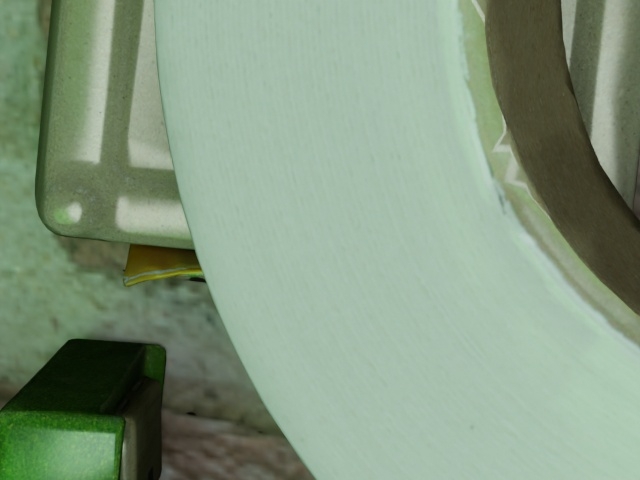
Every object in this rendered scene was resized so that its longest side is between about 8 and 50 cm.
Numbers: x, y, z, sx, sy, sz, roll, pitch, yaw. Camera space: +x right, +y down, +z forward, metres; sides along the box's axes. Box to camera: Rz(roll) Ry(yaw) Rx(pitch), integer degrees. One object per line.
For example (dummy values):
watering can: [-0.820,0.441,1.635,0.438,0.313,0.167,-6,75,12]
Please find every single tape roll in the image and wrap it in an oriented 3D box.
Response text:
tape roll: [0.141,-0.058,0.385,0.392,0.072,0.392,4,99,25]

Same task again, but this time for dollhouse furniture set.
dollhouse furniture set: [0.000,0.000,0.576,0.197,0.151,0.302,6,93,1]
